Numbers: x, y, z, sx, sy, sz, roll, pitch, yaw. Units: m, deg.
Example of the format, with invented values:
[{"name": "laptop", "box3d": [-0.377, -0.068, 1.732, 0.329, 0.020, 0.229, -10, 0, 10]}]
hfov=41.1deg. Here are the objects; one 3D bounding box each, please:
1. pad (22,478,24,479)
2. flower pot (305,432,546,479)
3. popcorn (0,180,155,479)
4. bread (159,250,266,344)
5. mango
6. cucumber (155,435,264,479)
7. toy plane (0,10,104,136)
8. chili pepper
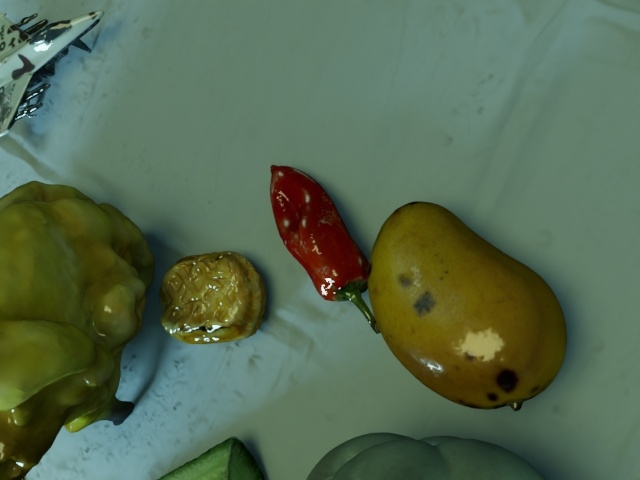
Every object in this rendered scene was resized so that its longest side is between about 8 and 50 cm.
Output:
[{"name": "pad", "box3d": [-0.353, 0.335, 0.918, 0.143, 0.003, 0.211, -26, 73, 26]}, {"name": "flower pot", "box3d": [0.071, 0.248, 0.569, 0.246, 0.195, 0.246, -3, 84, 29]}, {"name": "popcorn", "box3d": [-0.284, 0.095, 0.772, 0.297, 0.281, 0.316, -37, 29, 27]}, {"name": "bread", "box3d": [-0.099, 0.052, 0.775, 0.110, 0.044, 0.083, -8, 80, 32]}, {"name": "mango", "box3d": [0.099, 0.051, 0.634, 0.178, 0.090, 0.115, 40, 95, 30]}, {"name": "cucumber", "box3d": [-0.151, 0.280, 0.767, 0.244, 0.063, 0.115, -31, 32, 26]}, {"name": "toy plane", "box3d": [-0.316, -0.188, 0.915, 0.234, 0.082, 0.160, -15, 67, 13]}, {"name": "chili pepper", "box3d": [0.000, -0.001, 0.718, 0.191, 0.050, 0.059, 56, 128, 30]}]
